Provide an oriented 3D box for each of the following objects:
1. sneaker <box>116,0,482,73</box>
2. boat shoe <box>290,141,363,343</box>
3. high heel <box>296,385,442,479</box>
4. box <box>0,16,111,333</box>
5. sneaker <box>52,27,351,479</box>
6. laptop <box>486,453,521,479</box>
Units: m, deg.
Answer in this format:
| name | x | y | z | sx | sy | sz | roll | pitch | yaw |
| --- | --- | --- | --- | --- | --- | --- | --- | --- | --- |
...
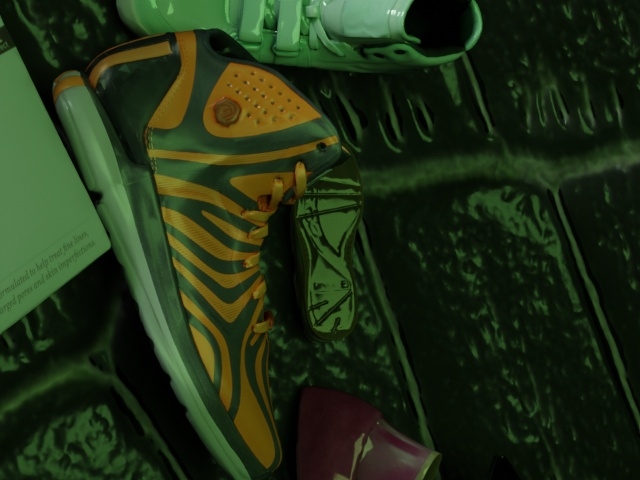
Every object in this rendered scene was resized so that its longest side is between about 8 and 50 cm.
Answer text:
| name | x | y | z | sx | sy | sz | roll | pitch | yaw |
| --- | --- | --- | --- | --- | --- | --- | --- | --- | --- |
| sneaker | -0.008 | -0.173 | 1.314 | 0.256 | 0.151 | 0.094 | 4 | 89 | -28 |
| boat shoe | 0.002 | 0.001 | 1.382 | 0.056 | 0.048 | 0.153 | -2 | 83 | -17 |
| high heel | -0.014 | 0.233 | 1.364 | 0.117 | 0.082 | 0.244 | 28 | 94 | 18 |
| box | -0.256 | -0.026 | 1.151 | 0.181 | 0.119 | 0.182 | -42 | 111 | -54 |
| sneaker | -0.049 | 0.003 | 1.276 | 0.180 | 0.124 | 0.321 | -22 | 101 | -6 |
| laptop | 0.083 | 0.453 | 1.390 | 0.408 | 0.236 | 0.382 | -32 | 117 | 3 |
